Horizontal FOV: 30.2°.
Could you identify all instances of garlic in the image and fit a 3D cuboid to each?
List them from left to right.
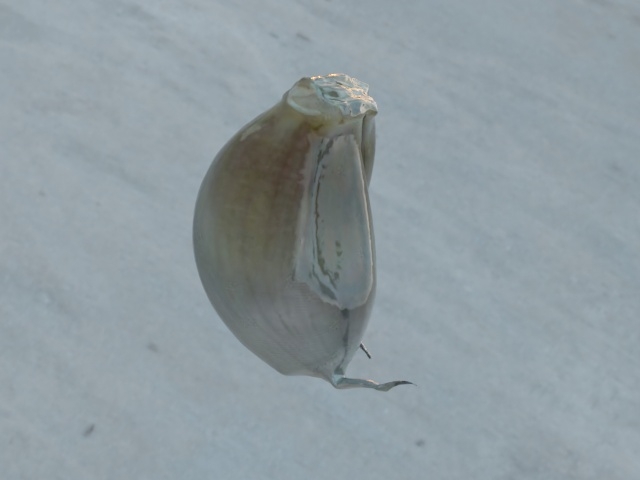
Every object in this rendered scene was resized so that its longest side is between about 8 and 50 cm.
[{"bbox_3d":[0.000,0.000,1.337,0.231,0.246,0.340,-11,88,-62],"label":"garlic"}]
